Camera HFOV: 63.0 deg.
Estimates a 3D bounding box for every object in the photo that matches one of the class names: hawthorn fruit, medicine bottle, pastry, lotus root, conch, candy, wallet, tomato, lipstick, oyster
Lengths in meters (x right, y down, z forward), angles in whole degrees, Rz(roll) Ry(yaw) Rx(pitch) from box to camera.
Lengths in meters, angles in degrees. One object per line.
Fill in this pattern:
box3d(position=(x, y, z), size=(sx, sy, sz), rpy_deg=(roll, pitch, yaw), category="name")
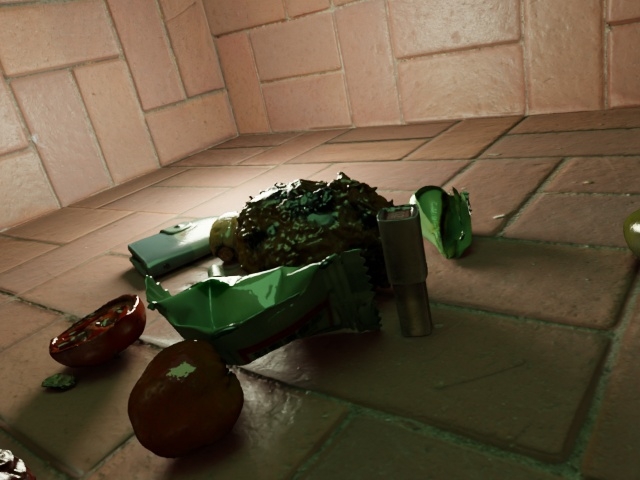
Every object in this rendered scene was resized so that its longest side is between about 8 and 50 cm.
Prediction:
box3d(position=(-0.218, 0.260, 0.850), size=(0.189, 0.189, 0.189), rpy_deg=(-11, 22, 5), category="hawthorn fruit")
box3d(position=(-0.284, 0.101, 1.430), size=(0.047, 0.047, 0.083), rpy_deg=(-17, 22, -10), category="medicine bottle")
box3d(position=(-0.012, 0.008, 1.191), size=(0.405, 0.292, 0.337), rpy_deg=(1, 35, 8), category="pastry")
box3d(position=(-0.278, -0.026, 1.613), size=(0.125, 0.118, 0.220), rpy_deg=(19, 40, -17), category="lotus root")
box3d(position=(0.325, -0.061, 1.361), size=(0.144, 0.137, 0.250), rpy_deg=(-16, 22, -10), category="conch")
box3d(position=(-0.091, 0.132, 0.990), size=(0.398, 0.263, 0.172), rpy_deg=(-14, 57, 2), category="candy")
box3d(position=(-0.441, 0.003, 1.719), size=(0.360, 0.083, 0.252), rpy_deg=(-24, 30, -30), category="wallet")
box3d(position=(-0.495, 0.222, 1.193), size=(0.228, 0.101, 0.228), rpy_deg=(-19, 18, 7), category="tomato")
box3d(position=(0.166, 0.062, 0.997), size=(0.078, 0.252, 0.079), rpy_deg=(-6, 22, 15), category="lipstick")
box3d(position=(-0.559, 0.305, 1.124), size=(0.083, 0.019, 0.054), rpy_deg=(-5, 22, 25), category="oyster")

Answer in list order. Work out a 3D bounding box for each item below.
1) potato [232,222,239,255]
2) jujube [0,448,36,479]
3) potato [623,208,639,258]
box3d(position=(-0.152, -0.031, 1.530), size=(0.165, 0.164, 0.262), rpy_deg=(0, 18, 29), category="potato")
box3d(position=(-0.492, 0.378, 0.663), size=(0.213, 0.212, 0.232), rpy_deg=(-7, 27, 13), category="jujube")
box3d(position=(0.706, -0.003, 0.990), size=(0.174, 0.159, 0.251), rpy_deg=(-36, 30, 6), category="potato")
